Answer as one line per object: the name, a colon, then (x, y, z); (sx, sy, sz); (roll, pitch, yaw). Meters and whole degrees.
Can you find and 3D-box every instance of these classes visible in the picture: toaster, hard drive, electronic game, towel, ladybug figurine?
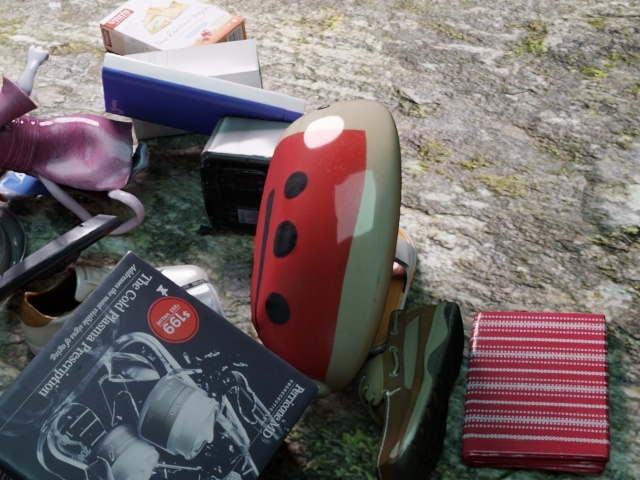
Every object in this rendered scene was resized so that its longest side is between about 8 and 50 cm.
toaster: (-0.105, -0.096, 2.136); (0.186, 0.168, 0.110); (6, 44, 11)
hard drive: (-0.192, -0.218, 2.187); (0.319, 0.210, 0.040); (13, 77, -4)
electronic game: (-0.401, 0.029, 2.036); (0.229, 0.229, 0.048); (-34, 94, -25)
towel: (0.303, 0.206, 1.883); (0.199, 0.031, 0.275); (1, 44, 10)
ladybug figurine: (0.000, 0.000, 1.904); (0.162, 0.305, 0.449); (12, 65, -14)

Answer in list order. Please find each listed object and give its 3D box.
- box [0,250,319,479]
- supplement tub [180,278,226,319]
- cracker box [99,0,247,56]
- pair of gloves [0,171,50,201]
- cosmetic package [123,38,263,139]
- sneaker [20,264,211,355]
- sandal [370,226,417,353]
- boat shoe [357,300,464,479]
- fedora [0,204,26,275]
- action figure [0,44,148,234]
box: (-0.231, 0.248, 1.717); (0.312, 0.179, 0.343); (36, 54, 2)
supplement tub: (-0.233, 0.139, 1.949); (0.190, 0.117, 0.117); (-21, 47, -13)
cracker box: (-0.275, -0.386, 2.512); (0.232, 0.067, 0.156); (25, 52, 28)
pair of gloves: (-0.541, -0.116, 2.260); (0.198, 0.023, 0.159); (24, 25, 21)
cosmetic package: (-0.216, -0.263, 2.342); (0.238, 0.127, 0.107); (-8, 44, -4)
sneaker: (-0.304, 0.083, 2.011); (0.290, 0.123, 0.106); (-19, 44, -14)
sandal: (0.092, 0.051, 2.028); (0.102, 0.076, 0.265); (1, 45, 7)
boat shoe: (0.114, 0.209, 1.851); (0.120, 0.122, 0.324); (3, 37, 17)
fedora: (-0.596, -0.009, 2.131); (0.244, 0.124, 0.275); (-11, 45, -5)
action figure: (-0.485, -0.144, 2.155); (0.370, 0.248, 0.275); (9, 61, -33)
